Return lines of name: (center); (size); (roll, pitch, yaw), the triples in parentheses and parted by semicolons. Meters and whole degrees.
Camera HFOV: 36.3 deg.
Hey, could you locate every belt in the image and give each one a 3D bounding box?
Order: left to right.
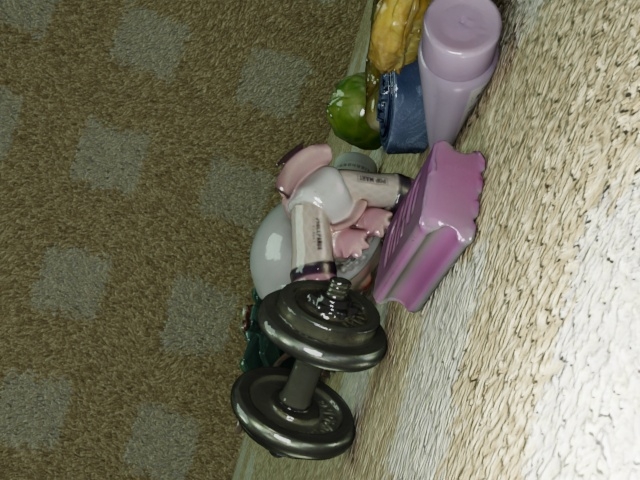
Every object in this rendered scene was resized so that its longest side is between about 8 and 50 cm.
belt: (0.127, -0.213, 1.484); (0.190, 0.082, 0.141); (95, 173, -55)

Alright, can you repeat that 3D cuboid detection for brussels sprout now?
brussels sprout: (0.096, -0.261, 1.984); (0.151, 0.122, 0.149); (11, -76, -60)

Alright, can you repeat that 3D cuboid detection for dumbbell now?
dumbbell: (-0.018, 0.181, 1.362); (0.192, 0.192, 0.290); (-86, 15, -69)

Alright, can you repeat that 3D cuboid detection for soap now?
soap: (0.124, -0.012, 1.131); (0.203, 0.065, 0.122); (113, 172, -59)

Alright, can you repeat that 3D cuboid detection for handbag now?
handbag: (-0.097, 0.236, 1.997); (0.269, 0.100, 0.274); (-81, -20, -49)

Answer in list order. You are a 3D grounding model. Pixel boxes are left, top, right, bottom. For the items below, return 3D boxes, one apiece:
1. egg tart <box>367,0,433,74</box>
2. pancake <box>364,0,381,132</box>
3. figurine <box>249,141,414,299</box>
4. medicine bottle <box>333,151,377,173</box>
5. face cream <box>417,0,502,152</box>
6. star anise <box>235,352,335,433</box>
egg tart: (0.169, -0.366, 1.285); (0.341, 0.129, 0.341); (22, -90, -84)
pancake: (0.132, -0.371, 1.698); (0.387, 0.082, 0.387); (-175, 90, -83)
figurine: (0.008, -0.005, 1.593); (0.253, 0.211, 0.361); (-29, -15, -18)
medicine bottle: (0.049, -0.051, 1.933); (0.095, 0.095, 0.260); (114, 170, -58)
face cream: (0.168, -0.203, 1.227); (0.274, 0.096, 0.154); (82, -160, -69)
star anise: (-0.070, 0.223, 1.759); (0.148, 0.227, 0.219); (-19, 77, 57)
